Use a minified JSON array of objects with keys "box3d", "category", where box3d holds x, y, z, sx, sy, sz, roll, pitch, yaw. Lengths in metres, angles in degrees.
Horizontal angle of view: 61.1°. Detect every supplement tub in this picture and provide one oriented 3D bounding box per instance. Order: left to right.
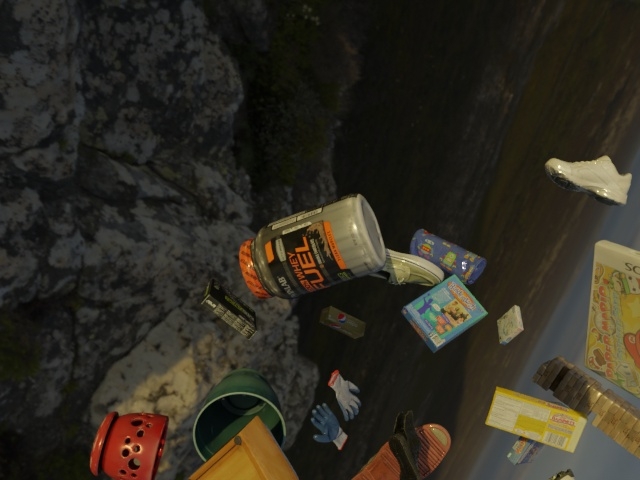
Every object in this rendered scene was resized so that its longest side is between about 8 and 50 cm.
[{"box3d":[-0.021,0.026,1.379,0.207,0.338,0.207,56,22,-37],"category":"supplement tub"}]

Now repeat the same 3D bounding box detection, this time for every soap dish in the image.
[{"box3d":[-0.220,0.662,1.482,0.291,0.229,0.118,-45,156,16],"category":"soap dish"}]

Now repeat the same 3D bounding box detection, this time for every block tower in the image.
[{"box3d":[0.768,0.454,1.508,0.097,0.335,0.091,0,119,-51],"category":"block tower"}]

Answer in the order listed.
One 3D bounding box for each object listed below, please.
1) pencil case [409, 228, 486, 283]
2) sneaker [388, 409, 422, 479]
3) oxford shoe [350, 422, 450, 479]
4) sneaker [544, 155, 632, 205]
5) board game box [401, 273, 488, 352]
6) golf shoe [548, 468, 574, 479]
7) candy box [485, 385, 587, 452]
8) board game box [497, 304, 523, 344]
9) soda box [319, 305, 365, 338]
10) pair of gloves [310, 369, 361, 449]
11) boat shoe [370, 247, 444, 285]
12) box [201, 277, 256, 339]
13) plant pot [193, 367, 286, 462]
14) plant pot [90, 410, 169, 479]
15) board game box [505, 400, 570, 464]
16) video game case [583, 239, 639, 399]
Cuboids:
[{"box3d":[0.488,0.066,2.128,0.133,0.306,0.119,-60,148,-3],"category":"pencil case"},{"box3d":[0.203,0.479,1.219,0.051,0.170,0.089,-26,170,35],"category":"sneaker"},{"box3d":[0.237,0.662,1.648,0.397,0.140,0.146,-43,169,22],"category":"oxford shoe"},{"box3d":[0.718,-0.181,1.451,0.090,0.232,0.115,150,-37,-88],"category":"sneaker"},{"box3d":[0.378,0.220,1.656,0.210,0.160,0.047,-29,157,-20],"category":"board game box"},{"box3d":[0.599,0.715,1.420,0.272,0.120,0.105,-28,150,-31],"category":"golf shoe"},{"box3d":[0.505,0.422,1.280,0.027,0.205,0.105,-44,146,-62],"category":"candy box"},{"box3d":[0.573,0.256,1.641,0.090,0.020,0.090,-78,-166,-47],"category":"board game box"},{"box3d":[0.088,0.322,2.123,0.181,0.061,0.058,28,56,-24],"category":"soda box"},{"box3d":[0.042,0.459,1.453,0.159,0.023,0.198,56,50,-27],"category":"pair of gloves"},{"box3d":[0.231,0.092,1.688,0.109,0.302,0.094,99,10,-65],"category":"boat shoe"},{"box3d":[-0.287,0.215,1.724,0.045,0.190,0.184,-49,-167,2],"category":"box"},{"box3d":[-0.246,0.542,1.712,0.255,0.271,0.272,-110,-139,-77],"category":"plant pot"},{"box3d":[-0.525,0.566,1.497,0.191,0.174,0.191,-165,-90,-84],"category":"plant pot"},{"box3d":[0.630,0.556,1.567,0.136,0.035,0.201,22,103,-47],"category":"board game box"},{"box3d":[0.477,0.134,0.776,0.026,0.206,0.227,-16,114,-21],"category":"video game case"}]
